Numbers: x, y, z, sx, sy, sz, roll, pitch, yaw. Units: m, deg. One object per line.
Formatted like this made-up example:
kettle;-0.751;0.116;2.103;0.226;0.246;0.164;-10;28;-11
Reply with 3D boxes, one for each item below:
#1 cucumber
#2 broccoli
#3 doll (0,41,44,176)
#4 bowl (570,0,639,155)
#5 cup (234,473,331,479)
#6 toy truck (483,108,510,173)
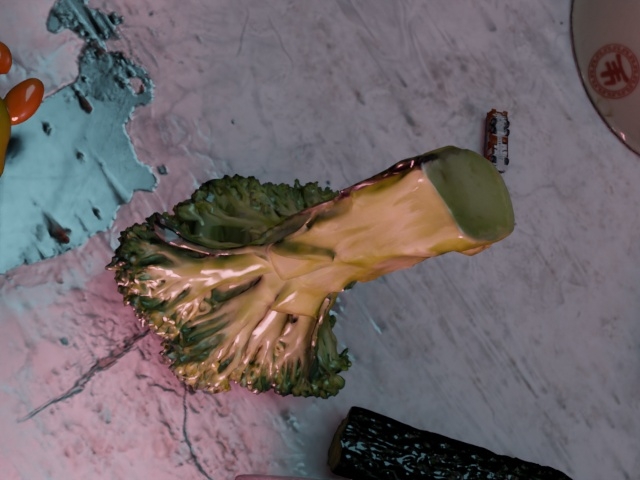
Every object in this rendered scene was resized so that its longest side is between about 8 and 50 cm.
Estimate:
cucumber;0.146;0.233;1.098;0.300;0.072;0.072;18;73;-16
broccoli;0.016;0.009;0.958;0.252;0.361;0.221;28;56;-53
doll;-0.331;-0.075;0.953;0.143;0.135;0.221;16;85;-14
bowl;0.477;-0.248;1.284;0.337;0.157;0.337;4;78;-20
cup;0.046;0.387;0.960;0.323;0.237;0.327;22;68;-45
toy truck;0.191;-0.102;1.212;0.024;0.032;0.083;9;73;-22
